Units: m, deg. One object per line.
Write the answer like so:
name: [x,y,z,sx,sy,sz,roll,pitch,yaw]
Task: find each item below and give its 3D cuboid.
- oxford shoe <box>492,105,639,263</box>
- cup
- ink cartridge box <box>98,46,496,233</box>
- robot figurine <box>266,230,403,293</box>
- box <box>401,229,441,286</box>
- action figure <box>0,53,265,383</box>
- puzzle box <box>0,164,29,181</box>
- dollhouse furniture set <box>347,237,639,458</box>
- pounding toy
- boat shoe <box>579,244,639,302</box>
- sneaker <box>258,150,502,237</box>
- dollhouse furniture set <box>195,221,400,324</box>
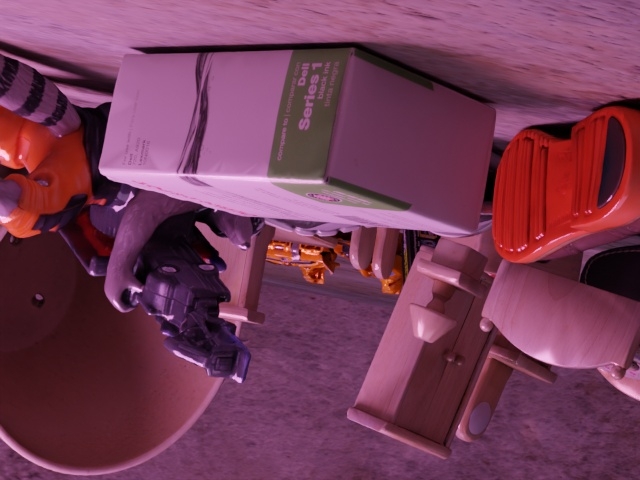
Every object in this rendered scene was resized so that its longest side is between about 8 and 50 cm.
oxford shoe: [0.194,-0.030,1.113,0.098,0.096,0.271,5,176,-15]
cup: [-0.283,0.062,1.727,0.331,0.331,0.237,15,179,-40]
ink cartridge box: [-0.018,-0.067,1.095,0.219,0.092,0.160,6,173,42]
robot figurine: [0.000,0.000,1.823,0.211,0.085,0.291,7,174,22]
box: [0.179,0.046,1.701,0.184,0.045,0.190,9,-151,-3]
action figure: [-0.156,-0.040,1.261,0.330,0.178,0.341,8,-158,-40]
puzzle box: [-0.460,-0.112,1.678,0.272,0.052,0.409,10,175,0]
dollhouse furniture set: [0.224,0.146,1.383,0.356,0.173,0.303,20,174,40]
pounding toy: [0.203,0.023,1.593,0.141,0.100,0.130,11,175,-15]
boat shoe: [0.376,0.042,1.538,0.285,0.102,0.092,10,162,33]
sneaker: [0.060,-0.051,1.265,0.229,0.086,0.132,1,173,-20]
dollhouse furniture set: [-0.061,0.002,1.546,0.212,0.161,0.242,8,174,21]
